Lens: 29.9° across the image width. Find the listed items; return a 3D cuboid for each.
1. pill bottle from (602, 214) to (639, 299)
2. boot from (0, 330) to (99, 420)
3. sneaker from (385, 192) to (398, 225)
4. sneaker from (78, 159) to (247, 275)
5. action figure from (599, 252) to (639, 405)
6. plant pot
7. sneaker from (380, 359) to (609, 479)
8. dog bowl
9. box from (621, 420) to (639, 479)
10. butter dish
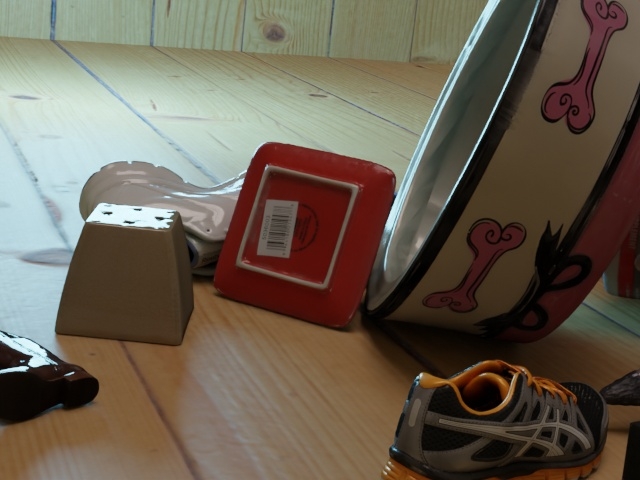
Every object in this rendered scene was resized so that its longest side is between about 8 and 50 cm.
[{"bbox_3d":[0.432,-0.005,1.181,0.283,0.161,0.161,8,15,19],"label":"pill bottle"},{"bbox_3d":[-0.235,0.093,0.879,0.114,0.037,0.106,24,9,40],"label":"boot"},{"bbox_3d":[0.027,-0.024,1.388,0.188,0.067,0.078,10,20,35],"label":"sneaker"},{"bbox_3d":[-0.097,-0.009,1.243,0.297,0.111,0.129,-2,32,-15],"label":"sneaker"},{"bbox_3d":[0.377,0.051,0.984,0.330,0.178,0.341,3,51,-37],"label":"action figure"},{"bbox_3d":[-0.167,0.024,1.051,0.109,0.096,0.109,5,15,-1],"label":"plant pot"},{"bbox_3d":[0.134,0.122,0.832,0.215,0.083,0.084,-7,18,-45],"label":"sneaker"},{"bbox_3d":[0.190,-0.087,1.094,0.150,0.408,0.408,24,15,-3],"label":"dog bowl"},{"bbox_3d":[0.245,0.158,0.780,0.052,0.062,0.083,-5,19,-30],"label":"box"},{"bbox_3d":[0.000,0.000,1.167,0.160,0.160,0.118,14,-6,26],"label":"butter dish"}]
